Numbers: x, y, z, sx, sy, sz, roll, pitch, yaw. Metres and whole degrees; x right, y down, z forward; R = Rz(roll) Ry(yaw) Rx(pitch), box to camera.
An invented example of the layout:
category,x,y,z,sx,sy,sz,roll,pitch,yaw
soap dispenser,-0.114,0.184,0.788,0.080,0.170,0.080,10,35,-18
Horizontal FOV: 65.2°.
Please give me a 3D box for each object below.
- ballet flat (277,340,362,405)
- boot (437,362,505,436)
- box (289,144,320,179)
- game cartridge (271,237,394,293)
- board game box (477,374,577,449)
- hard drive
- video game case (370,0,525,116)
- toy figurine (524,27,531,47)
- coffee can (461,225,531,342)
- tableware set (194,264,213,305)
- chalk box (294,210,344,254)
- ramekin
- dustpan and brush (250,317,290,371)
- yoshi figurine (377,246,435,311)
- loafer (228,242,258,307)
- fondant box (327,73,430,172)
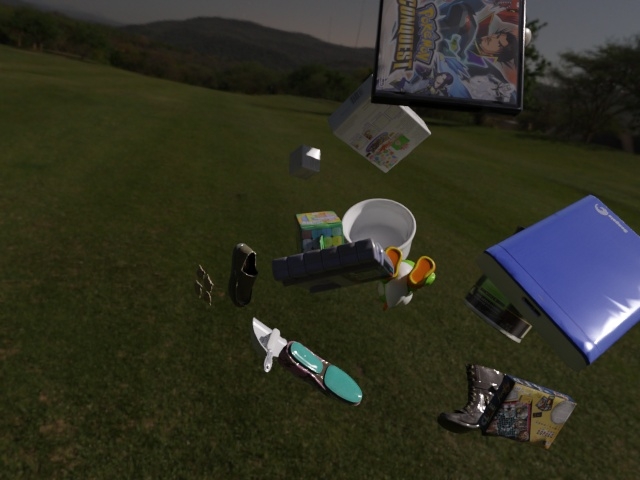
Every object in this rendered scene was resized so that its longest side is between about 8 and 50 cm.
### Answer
category,x,y,z,sx,sy,sz,roll,pitch,yaw
ballet flat,-0.006,0.321,1.177,0.221,0.079,0.077,36,39,-7
boot,0.507,0.525,1.677,0.263,0.091,0.228,13,56,-12
box,-0.065,-0.312,2.001,0.087,0.101,0.101,12,-20,-33
game cartridge,0.049,0.071,1.184,0.230,0.068,0.355,-9,-12,13
board game box,0.576,0.481,1.392,0.243,0.165,0.042,23,11,-21
hard drive,0.428,0.050,0.812,0.319,0.040,0.210,-22,63,-32
video game case,0.221,-0.355,0.854,0.248,0.274,0.035,6,-11,0
toy figurine,0.363,-0.475,1.195,0.210,0.148,0.213,3,-25,-20
coffee can,0.573,0.126,1.442,0.202,0.275,0.201,34,9,-6
tableware set,-0.512,0.200,2.191,0.020,0.168,0.141,-16,46,-38
chalk box,0.000,0.000,1.505,0.132,0.132,0.213,-6,17,-7
ramekin,0.217,-0.016,1.900,0.277,0.135,0.277,-3,49,3
dustpan and brush,-0.141,0.302,1.392,0.147,0.060,0.211,37,29,-12
yoshi figurine,0.271,0.108,1.651,0.203,0.203,0.362,-21,-19,-6
loafer,-0.292,0.140,1.910,0.087,0.251,0.094,12,16,40
fondant box,0.225,-0.433,1.903,0.330,0.238,0.096,29,31,-38
